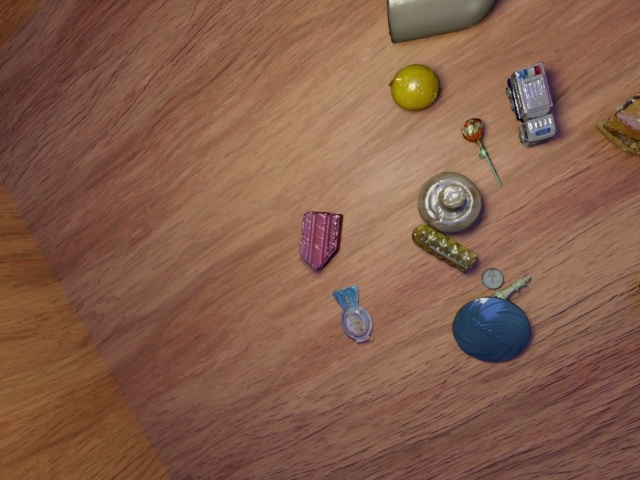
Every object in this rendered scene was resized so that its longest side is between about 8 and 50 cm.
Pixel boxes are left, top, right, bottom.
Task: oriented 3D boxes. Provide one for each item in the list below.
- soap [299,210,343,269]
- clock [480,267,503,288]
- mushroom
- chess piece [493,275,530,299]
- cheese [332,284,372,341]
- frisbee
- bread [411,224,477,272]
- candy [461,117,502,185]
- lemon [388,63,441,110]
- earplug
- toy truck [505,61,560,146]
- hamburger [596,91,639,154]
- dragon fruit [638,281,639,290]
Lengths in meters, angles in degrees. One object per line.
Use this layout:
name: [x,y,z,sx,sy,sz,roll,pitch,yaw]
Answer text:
soap: [0.000,0.000,1.782,0.162,0.099,0.250,9,96,14]
clock: [0.687,0.152,1.649,0.085,0.017,0.085,1,95,15]
mushroom: [0.492,-0.147,1.574,0.243,0.243,0.243,1,94,15]
chess piece: [0.757,0.186,1.618,0.149,0.059,0.059,-38,84,8]
cheese: [0.144,0.322,1.791,0.135,0.052,0.245,-20,89,16]
frisbee: [0.670,0.359,1.622,0.289,0.049,0.289,5,108,16]
bread: [0.490,0.026,1.657,0.269,0.098,0.087,32,73,11]
candy: [0.641,-0.344,1.607,0.084,0.078,0.288,-31,95,-5]
lemon: [0.371,-0.591,1.602,0.206,0.173,0.173,4,96,-7]
earplug: [0.436,-0.906,1.486,0.394,0.312,0.313,-2,94,15]
toy truck: [0.776,-0.488,1.505,0.124,0.155,0.268,-15,91,16]
hamburger: [1.177,-0.403,1.344,0.445,0.268,0.287,-27,85,11]
dragon fruit: [1.226,0.198,1.408,0.227,0.224,0.224,32,102,4]
